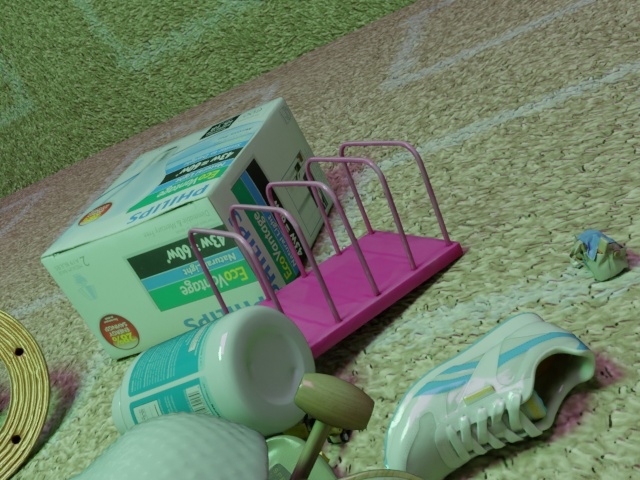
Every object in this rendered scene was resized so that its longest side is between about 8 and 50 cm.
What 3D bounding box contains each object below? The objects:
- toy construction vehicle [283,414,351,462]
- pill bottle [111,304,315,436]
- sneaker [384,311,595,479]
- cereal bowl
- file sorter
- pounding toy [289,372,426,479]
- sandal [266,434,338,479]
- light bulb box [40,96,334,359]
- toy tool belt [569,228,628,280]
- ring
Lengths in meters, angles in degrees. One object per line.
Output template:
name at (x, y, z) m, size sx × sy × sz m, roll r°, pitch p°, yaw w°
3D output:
toy construction vehicle at (-0.012, 0.216, 0.929) m, size 0.085 × 0.035 × 0.098 m, roll -16°, pitch 27°, yaw 31°
pill bottle at (-0.142, 0.179, 0.993) m, size 0.264 × 0.146 × 0.146 m, roll -24°, pitch 22°, yaw 40°
sneaker at (0.157, 0.157, 0.784) m, size 0.228 × 0.087 × 0.092 m, roll -39°, pitch 26°, yaw -14°
cereal bowl at (-0.165, 0.283, 0.624) m, size 0.339 × 0.141 × 0.339 m, roll -159°, pitch 90°, yaw -80°
file sorter at (0.000, 0.000, 1.119) m, size 0.290 × 0.182 × 0.202 m, roll -32°, pitch 21°, yaw -26°
pounding toy at (0.029, 0.248, 0.628) m, size 0.154 × 0.270 × 0.155 m, roll 12°, pitch -10°, yaw 5°
sandal at (-0.004, 0.262, 0.744) m, size 0.120 × 0.086 × 0.302 m, roll -39°, pitch 33°, yaw -17°
light bulb box at (-0.209, -0.024, 1.418) m, size 0.357 × 0.225 × 0.361 m, roll -18°, pitch 25°, yaw 27°
toy tool belt at (0.312, 0.007, 0.944) m, size 0.052 × 0.051 × 0.083 m, roll -32°, pitch 23°, yaw -4°
ring at (-0.589, 0.251, 1.277) m, size 0.336 × 0.336 × 0.032 m, roll -39°, pitch -15°, yaw -20°
